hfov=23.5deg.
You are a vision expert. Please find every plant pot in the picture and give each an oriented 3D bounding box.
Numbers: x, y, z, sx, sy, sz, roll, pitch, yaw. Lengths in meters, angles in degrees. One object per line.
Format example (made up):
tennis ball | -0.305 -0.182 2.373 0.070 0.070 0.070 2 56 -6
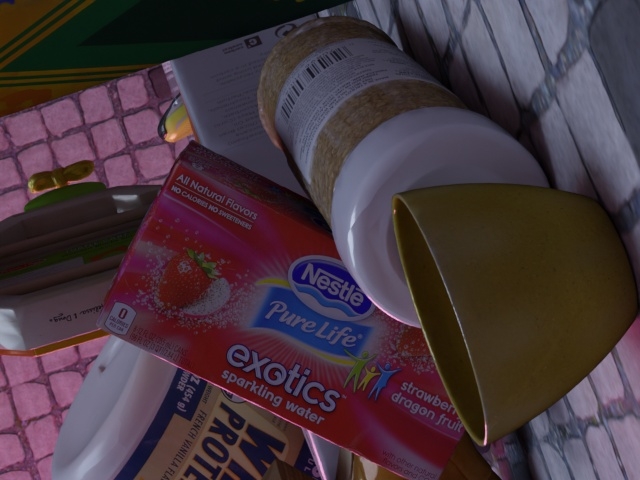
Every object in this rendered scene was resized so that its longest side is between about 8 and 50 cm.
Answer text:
plant pot | 0.103 0.025 0.776 0.134 0.095 0.134 162 90 -85

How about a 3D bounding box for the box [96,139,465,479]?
box | -0.009 0.048 1.059 0.256 0.128 0.122 27 -172 -5

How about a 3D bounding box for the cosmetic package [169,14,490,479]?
cosmetic package | 0.000 0.000 1.468 0.453 0.161 0.230 -116 8 -50

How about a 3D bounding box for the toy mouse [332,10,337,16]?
toy mouse | 0.057 -0.088 1.246 0.161 0.031 0.143 76 174 -45

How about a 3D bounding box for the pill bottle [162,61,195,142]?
pill bottle | -0.085 -0.147 1.857 0.161 0.161 0.283 -159 50 -84

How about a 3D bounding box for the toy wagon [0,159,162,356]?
toy wagon | -0.216 0.003 1.376 0.344 0.267 0.068 -125 20 -70

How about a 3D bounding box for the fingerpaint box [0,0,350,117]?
fingerpaint box | -0.212 -0.354 1.255 0.163 0.371 0.445 84 165 -68

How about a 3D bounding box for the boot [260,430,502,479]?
boot | 0.099 0.169 1.221 0.211 0.295 0.104 32 -165 -15

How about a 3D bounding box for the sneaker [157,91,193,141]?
sneaker | -0.079 -0.148 1.670 0.094 0.208 0.081 60 157 4

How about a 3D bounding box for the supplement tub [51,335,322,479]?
supplement tub | -0.085 0.220 1.558 0.316 0.228 0.228 30 -172 -17

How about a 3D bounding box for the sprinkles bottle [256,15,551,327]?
sprinkles bottle | 0.042 -0.059 1.000 0.355 0.121 0.121 -120 12 -69
